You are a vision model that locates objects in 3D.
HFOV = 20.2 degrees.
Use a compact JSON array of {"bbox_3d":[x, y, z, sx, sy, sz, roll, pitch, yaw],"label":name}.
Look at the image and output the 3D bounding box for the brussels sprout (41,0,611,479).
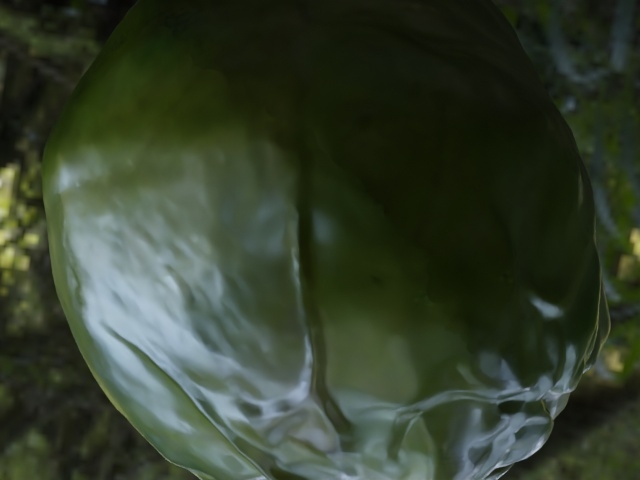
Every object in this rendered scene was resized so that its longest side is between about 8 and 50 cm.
[{"bbox_3d":[0.000,0.000,0.657,0.223,0.223,0.161,12,-165,8],"label":"brussels sprout"}]
